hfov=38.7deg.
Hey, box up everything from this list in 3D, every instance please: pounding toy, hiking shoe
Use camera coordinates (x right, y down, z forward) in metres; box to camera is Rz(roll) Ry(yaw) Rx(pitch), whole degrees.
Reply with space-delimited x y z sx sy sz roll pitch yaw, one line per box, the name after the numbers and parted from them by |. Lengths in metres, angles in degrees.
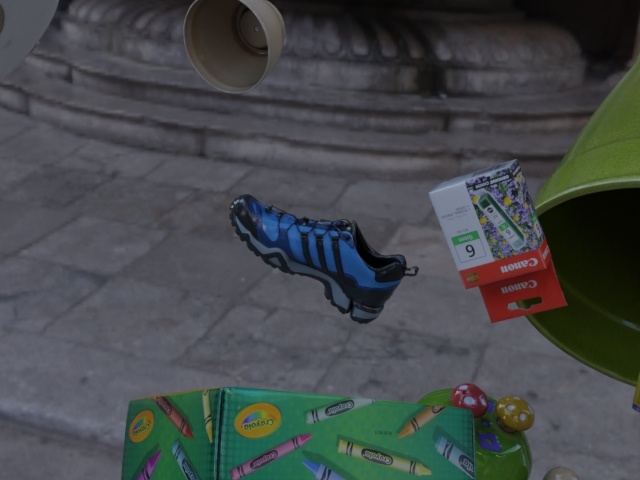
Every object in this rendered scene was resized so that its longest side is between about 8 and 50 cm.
0.236 0.263 1.214 0.183 0.110 0.237 -15 49 -42 | pounding toy
0.000 0.000 1.462 0.304 0.132 0.113 33 24 -11 | hiking shoe

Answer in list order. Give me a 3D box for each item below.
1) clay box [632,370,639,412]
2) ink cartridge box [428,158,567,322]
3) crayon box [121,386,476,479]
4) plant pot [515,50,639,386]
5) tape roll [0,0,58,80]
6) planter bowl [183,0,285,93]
0.354 0.122 0.810 0.127 0.222 0.053 31 69 29 | clay box
0.128 0.006 0.652 0.063 0.115 0.029 -17 10 26 | ink cartridge box
-0.015 0.187 0.821 0.279 0.081 0.165 12 -19 -35 | crayon box
0.434 -0.066 1.017 0.367 0.366 0.353 12 56 23 | plant pot
-0.508 -0.263 1.154 0.072 0.392 0.392 51 32 4 | tape roll
-0.124 -0.331 1.462 0.162 0.162 0.109 13 33 25 | planter bowl
